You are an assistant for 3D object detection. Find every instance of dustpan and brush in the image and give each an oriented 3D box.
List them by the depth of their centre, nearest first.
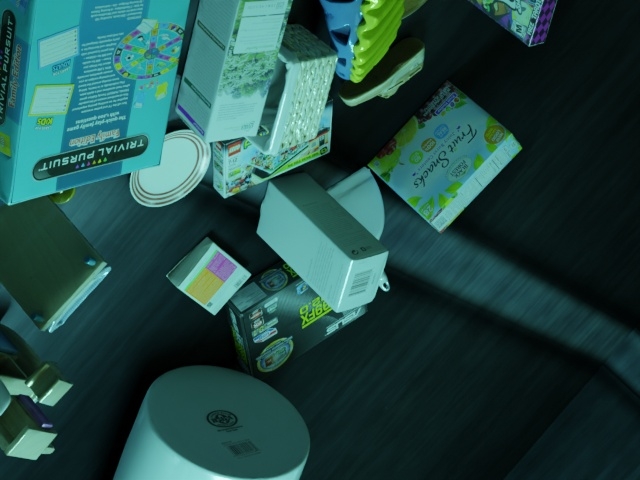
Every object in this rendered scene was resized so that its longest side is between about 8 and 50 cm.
[{"bbox_3d":[0.073,-0.004,2.240,0.147,0.211,0.060,-32,-178,-18],"label":"dustpan and brush"}]

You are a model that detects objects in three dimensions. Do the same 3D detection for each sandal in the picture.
[{"bbox_3d":[0.043,-0.367,1.834,0.126,0.138,0.317,-51,157,-35],"label":"sandal"}]

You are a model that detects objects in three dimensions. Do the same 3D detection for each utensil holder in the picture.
[{"bbox_3d":[-0.221,0.463,2.272,0.327,0.327,0.386,-7,128,-42],"label":"utensil holder"}]

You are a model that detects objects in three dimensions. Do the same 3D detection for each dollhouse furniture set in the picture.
[{"bbox_3d":[-0.368,0.098,1.769,0.303,0.286,0.198,-48,158,5],"label":"dollhouse furniture set"}]

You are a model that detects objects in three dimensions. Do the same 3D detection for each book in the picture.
[{"bbox_3d":[-0.184,0.061,2.133,0.096,0.035,0.144,-47,147,-2],"label":"book"}]

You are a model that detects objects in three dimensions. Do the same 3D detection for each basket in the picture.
[{"bbox_3d":[-0.057,-0.229,1.887,0.103,0.113,0.167,-18,138,-40],"label":"basket"}]

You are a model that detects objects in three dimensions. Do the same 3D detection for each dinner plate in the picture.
[{"bbox_3d":[-0.229,-0.111,1.914,0.141,0.017,0.141,-27,142,-24],"label":"dinner plate"}]

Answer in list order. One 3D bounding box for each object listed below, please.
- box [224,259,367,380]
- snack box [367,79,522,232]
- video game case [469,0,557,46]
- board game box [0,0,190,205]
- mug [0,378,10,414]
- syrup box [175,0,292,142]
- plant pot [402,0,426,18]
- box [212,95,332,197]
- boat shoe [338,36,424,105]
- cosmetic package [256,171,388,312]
[{"bbox_3d":[-0.040,0.117,2.316,0.270,0.060,0.216,-31,143,-20],"label":"box"},{"bbox_3d":[0.215,-0.146,2.201,0.207,0.174,0.070,-47,147,4],"label":"snack box"},{"bbox_3d":[0.289,-0.447,1.928,0.041,0.210,0.232,-20,140,-31],"label":"video game case"},{"bbox_3d":[-0.295,-0.231,1.608,0.253,0.079,0.336,-20,135,-45],"label":"board game box"},{"bbox_3d":[-0.615,0.151,1.540,0.374,0.328,0.276,-25,-167,31],"label":"mug"},{"bbox_3d":[-0.125,-0.262,1.791,0.093,0.096,0.237,-12,135,-36],"label":"syrup box"},{"bbox_3d":[0.121,-0.423,1.936,0.236,0.032,0.236,-28,142,-24],"label":"plant pot"},{"bbox_3d":[-0.076,-0.155,2.011,0.207,0.036,0.114,-26,142,-26],"label":"box"},{"bbox_3d":[0.106,-0.262,2.063,0.170,0.063,0.059,-35,139,-15],"label":"boat shoe"},{"bbox_3d":[0.000,0.000,2.080,0.085,0.231,0.117,-15,137,-36],"label":"cosmetic package"}]
